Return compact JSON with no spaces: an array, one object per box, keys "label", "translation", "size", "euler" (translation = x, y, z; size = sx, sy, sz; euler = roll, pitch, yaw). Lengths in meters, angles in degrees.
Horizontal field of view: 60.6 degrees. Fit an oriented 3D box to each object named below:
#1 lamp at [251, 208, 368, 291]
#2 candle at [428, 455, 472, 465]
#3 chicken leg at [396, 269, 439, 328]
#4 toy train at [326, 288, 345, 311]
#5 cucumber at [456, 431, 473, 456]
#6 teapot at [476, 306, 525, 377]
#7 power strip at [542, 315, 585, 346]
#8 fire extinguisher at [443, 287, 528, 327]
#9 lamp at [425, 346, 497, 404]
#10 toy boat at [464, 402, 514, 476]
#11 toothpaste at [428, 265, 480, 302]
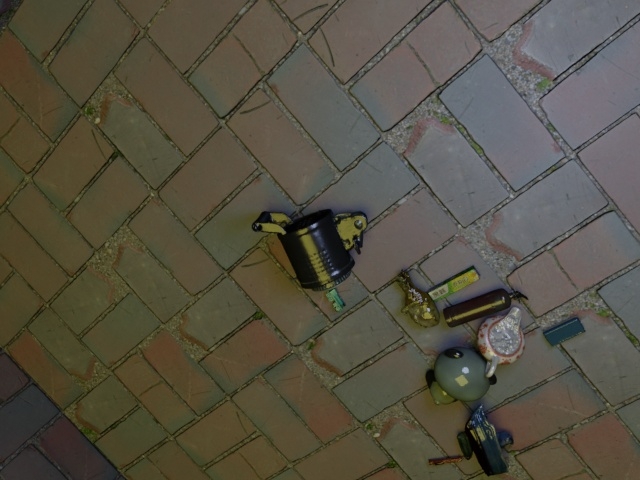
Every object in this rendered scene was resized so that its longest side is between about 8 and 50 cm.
[{"label":"lamp","translation":[-0.021,0.038,1.846],"size":[0.373,0.205,0.272],"euler":[-3,105,6]},{"label":"candle","translation":[0.495,0.838,2.089],"size":[0.167,0.026,0.021],"euler":[-16,108,21]},{"label":"chicken leg","translation":[0.321,0.206,1.878],"size":[0.103,0.088,0.228],"euler":[-34,99,40]},{"label":"toy train","translation":[0.056,0.215,1.990],"size":[0.045,0.029,0.092],"euler":[-32,102,8]},{"label":"cucumber","translation":[0.539,0.762,2.035],"size":[0.048,0.048,0.105],"euler":[-11,106,19]},{"label":"teapot","translation":[0.591,0.340,1.809],"size":[0.159,0.246,0.116],"euler":[26,156,-8]},{"label":"power strip","translation":[0.801,0.297,1.800],"size":[0.123,0.032,0.056],"euler":[-33,98,23]},{"label":"fire extinguisher","translation":[0.550,0.221,1.828],"size":[0.267,0.072,0.089],"euler":[-24,128,22]},{"label":"lamp","translation":[0.473,0.474,1.890],"size":[0.197,0.198,0.244],"euler":[32,138,3]},{"label":"toy boat","translation":[0.614,0.716,1.965],"size":[0.142,0.129,0.309],"euler":[-27,106,-12]},{"label":"toothpaste","translation":[0.450,0.147,1.845],"size":[0.178,0.037,0.043],"euler":[-32,99,23]}]
